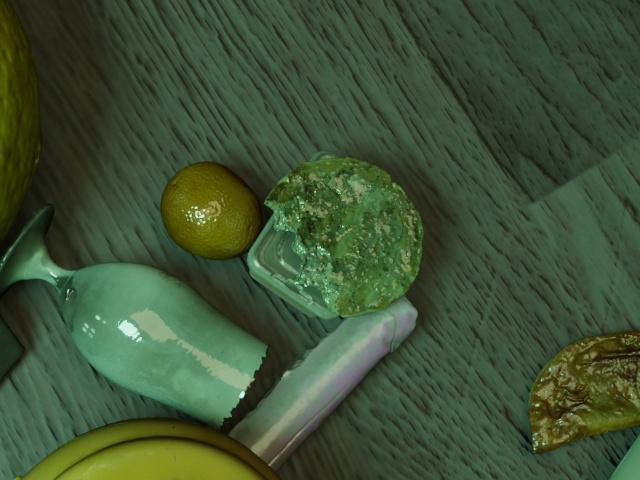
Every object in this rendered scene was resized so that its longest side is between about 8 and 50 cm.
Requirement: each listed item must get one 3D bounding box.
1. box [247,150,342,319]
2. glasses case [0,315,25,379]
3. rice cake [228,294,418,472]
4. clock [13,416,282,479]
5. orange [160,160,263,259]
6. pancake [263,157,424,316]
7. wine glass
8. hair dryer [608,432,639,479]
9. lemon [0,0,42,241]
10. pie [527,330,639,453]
[{"bbox_3d":[0.000,0.000,0.871,0.089,0.062,0.122,34,71,-4],"label":"box"},{"bbox_3d":[-0.291,0.128,0.761,0.042,0.072,0.191,31,69,14],"label":"glasses case"},{"bbox_3d":[-0.024,0.136,0.835,0.055,0.049,0.270,45,71,6],"label":"rice cake"},{"bbox_3d":[-0.130,0.269,0.684,0.244,0.200,0.317,32,77,-7],"label":"clock"},{"bbox_3d":[-0.085,-0.023,0.850,0.085,0.085,0.085,3,75,-13],"label":"orange"},{"bbox_3d":[0.024,-0.006,0.833,0.116,0.022,0.130,-18,81,-21],"label":"pancake"},{"bbox_3d":[-0.141,0.061,0.804,0.202,0.093,0.093,30,71,-2],"label":"wine glass"},{"bbox_3d":[0.353,0.213,0.894,0.237,0.075,0.206,31,84,-18],"label":"hair dryer"},{"bbox_3d":[-0.316,-0.076,0.717,0.253,0.253,0.311,3,75,-13],"label":"lemon"},{"bbox_3d":[0.258,0.122,0.916,0.191,0.033,0.088,-8,82,-13],"label":"pie"}]
